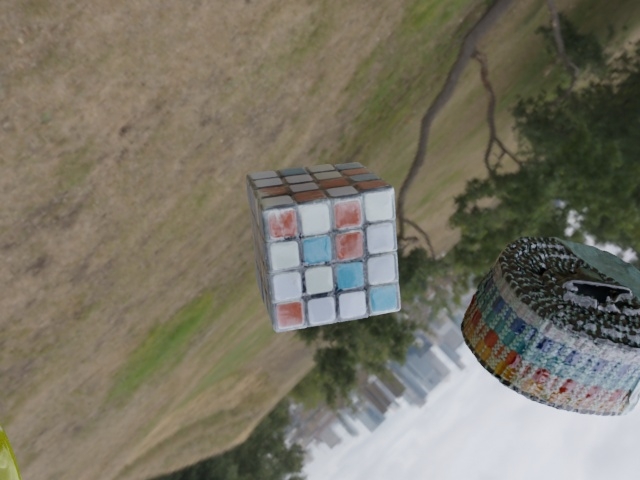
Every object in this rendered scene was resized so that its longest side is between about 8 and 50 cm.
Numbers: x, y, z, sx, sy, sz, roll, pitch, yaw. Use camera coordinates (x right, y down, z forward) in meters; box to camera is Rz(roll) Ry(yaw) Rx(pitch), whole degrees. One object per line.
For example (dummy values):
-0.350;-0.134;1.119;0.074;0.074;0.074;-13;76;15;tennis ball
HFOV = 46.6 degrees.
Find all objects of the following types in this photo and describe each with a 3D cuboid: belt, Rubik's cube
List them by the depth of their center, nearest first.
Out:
0.311;0.101;0.927;0.257;0.207;0.150;10;127;-21;belt
0.000;0.000;1.465;0.253;0.259;0.256;-7;-160;-11;Rubik's cube

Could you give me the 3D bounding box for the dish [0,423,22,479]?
-0.242;0.160;0.428;0.149;0.208;0.080;-45;161;32;dish
